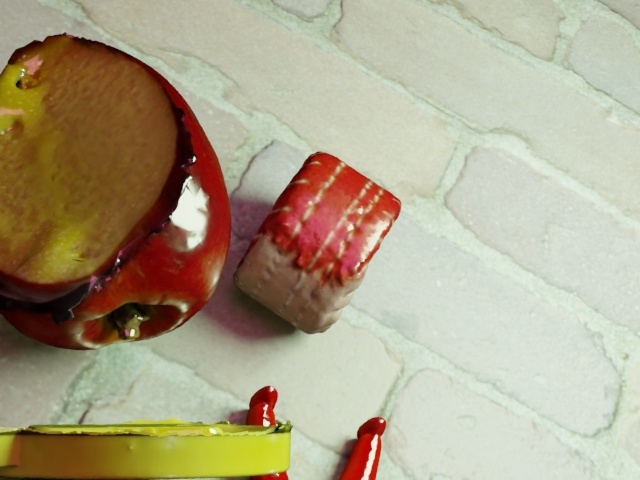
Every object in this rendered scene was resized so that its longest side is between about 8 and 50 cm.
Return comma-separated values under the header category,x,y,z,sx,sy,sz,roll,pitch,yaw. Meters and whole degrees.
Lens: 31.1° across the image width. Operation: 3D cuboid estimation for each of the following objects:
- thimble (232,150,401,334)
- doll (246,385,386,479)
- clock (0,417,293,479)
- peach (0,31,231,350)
category,x,y,z,sx,sy,sz,roll,pitch,yaw
thimble,-0.001,0.002,1.255,0.125,0.163,0.190,32,52,0
doll,-0.018,0.327,1.096,0.188,0.099,0.384,15,52,-15
clock,-0.169,0.194,1.002,0.293,0.277,0.071,0,82,-10
peach,-0.226,-0.040,1.167,0.257,0.201,0.362,-26,56,-2
